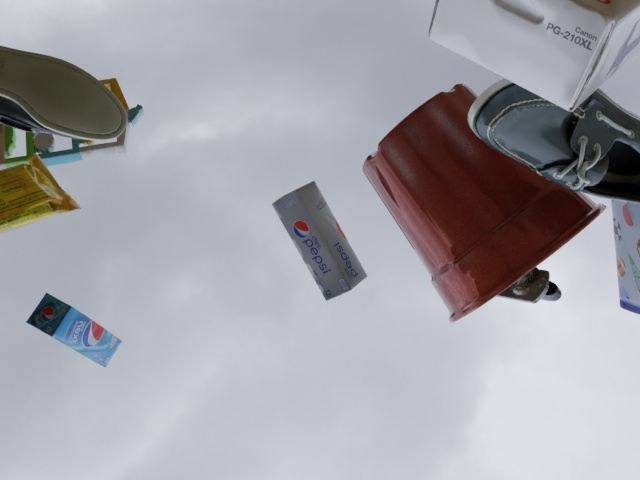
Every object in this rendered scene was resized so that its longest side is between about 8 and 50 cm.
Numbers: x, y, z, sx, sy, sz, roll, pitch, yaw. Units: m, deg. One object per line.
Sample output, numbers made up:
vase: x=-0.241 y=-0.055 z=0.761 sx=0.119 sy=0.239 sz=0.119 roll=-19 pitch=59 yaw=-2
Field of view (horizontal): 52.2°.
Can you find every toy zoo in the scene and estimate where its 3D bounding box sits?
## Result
toy zoo: x=-0.516 y=-0.247 z=1.362 sx=0.293 sy=0.030 sz=0.192 roll=-11 pitch=-119 yaw=-9

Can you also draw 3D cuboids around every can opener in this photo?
can opener: x=0.365 y=0.090 z=1.371 sx=0.283 sy=0.095 sz=0.076 roll=7 pitch=-117 yaw=54

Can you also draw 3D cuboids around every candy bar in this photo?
candy bar: x=-0.190 y=-0.008 z=0.322 sx=0.040 sy=0.018 sz=0.161 roll=54 pitch=-144 yaw=0

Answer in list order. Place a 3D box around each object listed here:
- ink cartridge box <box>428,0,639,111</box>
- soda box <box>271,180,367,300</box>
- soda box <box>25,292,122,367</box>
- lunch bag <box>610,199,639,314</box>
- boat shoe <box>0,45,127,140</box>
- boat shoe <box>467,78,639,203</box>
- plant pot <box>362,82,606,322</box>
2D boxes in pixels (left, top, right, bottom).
ink cartridge box: x=0.249 y=-0.250 z=0.672 sx=0.172 sy=0.100 sz=0.237 roll=35 pitch=-130 yaw=22
soda box: x=0.000 y=0.000 z=1.655 sx=0.098 sy=0.091 sz=0.286 roll=-32 pitch=-86 yaw=-54
soda box: x=-0.481 y=0.181 z=1.293 sx=0.071 sy=0.210 sz=0.067 roll=22 pitch=-110 yaw=21
lunch bag: x=0.720 y=0.005 z=1.136 sx=0.238 sy=0.328 sz=0.385 roll=-18 pitch=-164 yaw=-10
boat shoe: x=-0.508 y=-0.247 z=1.122 sx=0.340 sy=0.113 sz=0.127 roll=14 pitch=-108 yaw=-21
boat shoe: x=0.316 y=-0.111 z=0.772 sx=0.319 sy=0.116 sz=0.099 roll=10 pitch=-137 yaw=-30
plant pot: x=0.217 y=-0.066 z=0.964 sx=0.272 sy=0.272 sz=0.265 roll=-33 pitch=-100 yaw=-24
